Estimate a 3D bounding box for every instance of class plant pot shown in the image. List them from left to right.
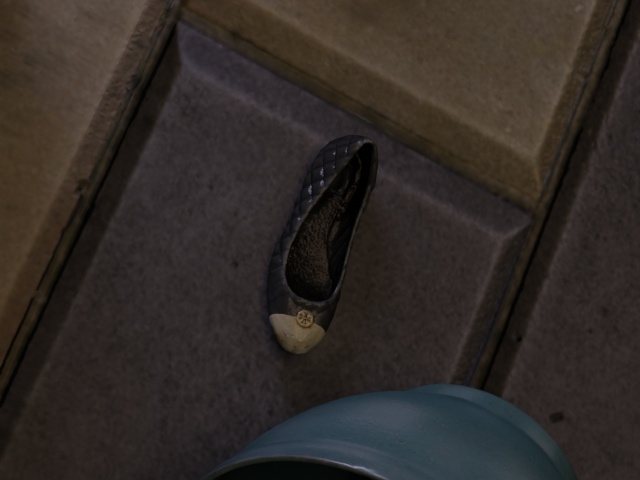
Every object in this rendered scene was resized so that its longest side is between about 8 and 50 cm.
[{"bbox_3d":[0.066,0.218,1.273,0.293,0.293,0.196,53,41,-6],"label":"plant pot"}]

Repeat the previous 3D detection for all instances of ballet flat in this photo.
[{"bbox_3d":[0.000,0.000,1.387,0.057,0.049,0.173,20,74,-17],"label":"ballet flat"}]
